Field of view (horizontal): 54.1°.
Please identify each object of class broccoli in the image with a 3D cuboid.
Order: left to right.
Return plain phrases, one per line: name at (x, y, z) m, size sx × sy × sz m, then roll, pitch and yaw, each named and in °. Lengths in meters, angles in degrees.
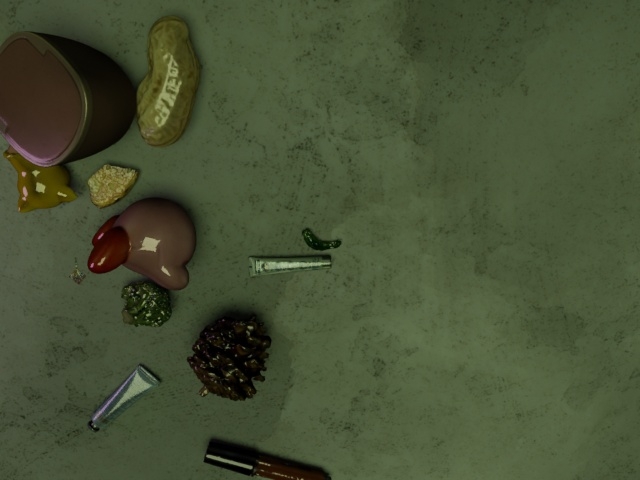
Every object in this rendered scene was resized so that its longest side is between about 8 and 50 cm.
broccoli at (-0.495, 0.185, 1.767) m, size 0.162 × 0.138 × 0.145 m, roll -8°, pitch 108°, yaw 39°

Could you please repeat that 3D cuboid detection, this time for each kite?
kite at (-0.687, 0.088, 1.782) m, size 0.044 × 0.002 × 0.078 m, roll 20°, pitch 106°, yaw -10°

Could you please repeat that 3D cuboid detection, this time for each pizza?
pizza at (-0.565, -0.154, 1.691) m, size 0.160 × 0.035 × 0.099 m, roll -41°, pitch 107°, yaw 9°

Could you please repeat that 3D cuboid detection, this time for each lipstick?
lipstick at (-0.166, 0.724, 1.994) m, size 0.419 × 0.077 × 0.077 m, roll 19°, pitch 106°, yaw -11°

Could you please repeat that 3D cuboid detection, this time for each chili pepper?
chili pepper at (-0.002, 0.008, 1.787) m, size 0.118 × 0.035 × 0.055 m, roll 21°, pitch 123°, yaw -6°

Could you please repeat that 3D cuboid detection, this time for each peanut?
peanut at (-0.385, -0.394, 1.572) m, size 0.154 × 0.140 × 0.324 m, roll 13°, pitch 104°, yaw 19°

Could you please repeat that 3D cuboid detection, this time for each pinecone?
pinecone at (-0.258, 0.327, 1.773) m, size 0.244 × 0.243 × 0.257 m, roll 15°, pitch 86°, yaw -9°

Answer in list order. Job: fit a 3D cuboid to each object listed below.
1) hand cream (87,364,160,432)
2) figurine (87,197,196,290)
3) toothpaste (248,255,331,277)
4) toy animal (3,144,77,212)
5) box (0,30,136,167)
hand cream at (-0.601, 0.487, 1.896) m, size 0.256 × 0.055 × 0.088 m, roll -43°, pitch 98°, yaw 8°
figurine at (-0.451, -0.012, 1.646) m, size 0.262 × 0.269 × 0.211 m, roll 19°, pitch 101°, yaw -19°
toothpaste at (-0.088, 0.070, 1.799) m, size 0.239 × 0.039 × 0.062 m, roll -4°, pitch 105°, yaw -1°
toy animal at (-0.728, -0.193, 1.615) m, size 0.156 × 0.156 × 0.229 m, roll -12°, pitch 106°, yaw 0°
box at (-0.605, -0.338, 1.494) m, size 0.301 × 0.216 × 0.300 m, roll 6°, pitch 107°, yaw 20°
